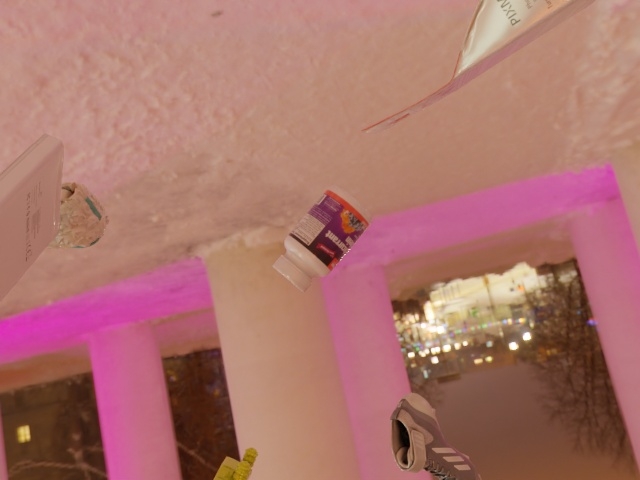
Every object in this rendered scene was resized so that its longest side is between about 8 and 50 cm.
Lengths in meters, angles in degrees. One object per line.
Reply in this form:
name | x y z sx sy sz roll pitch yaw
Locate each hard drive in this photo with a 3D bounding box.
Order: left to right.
hard drive | -0.453 0.013 0.937 0.040 0.307 0.203 23 132 -1

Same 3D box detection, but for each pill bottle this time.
pill bottle | 0.000 0.000 1.295 0.193 0.108 0.108 -50 169 -5

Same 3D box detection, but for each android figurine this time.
android figurine | -0.157 0.424 0.957 0.056 0.273 0.248 24 179 4

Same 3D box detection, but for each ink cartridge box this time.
ink cartridge box | 0.219 -0.287 0.959 0.385 0.091 0.308 -30 -177 14

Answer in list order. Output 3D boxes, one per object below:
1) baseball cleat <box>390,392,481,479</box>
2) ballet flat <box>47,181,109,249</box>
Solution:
baseball cleat | 0.166 0.334 1.023 0.072 0.206 0.109 -32 -175 42
ballet flat | -0.595 -0.064 1.244 0.408 0.147 0.147 -1 169 4
